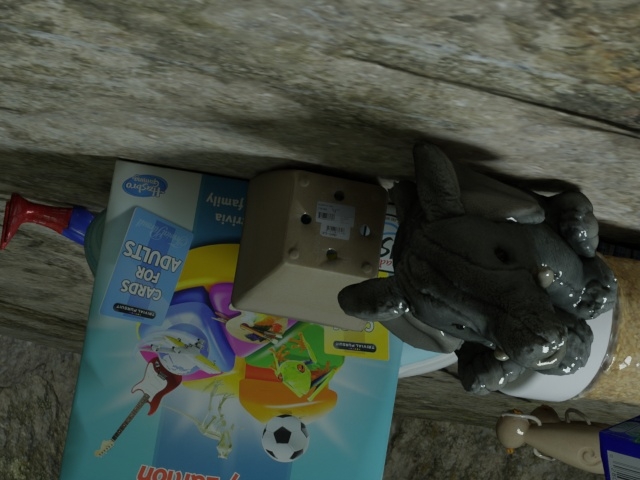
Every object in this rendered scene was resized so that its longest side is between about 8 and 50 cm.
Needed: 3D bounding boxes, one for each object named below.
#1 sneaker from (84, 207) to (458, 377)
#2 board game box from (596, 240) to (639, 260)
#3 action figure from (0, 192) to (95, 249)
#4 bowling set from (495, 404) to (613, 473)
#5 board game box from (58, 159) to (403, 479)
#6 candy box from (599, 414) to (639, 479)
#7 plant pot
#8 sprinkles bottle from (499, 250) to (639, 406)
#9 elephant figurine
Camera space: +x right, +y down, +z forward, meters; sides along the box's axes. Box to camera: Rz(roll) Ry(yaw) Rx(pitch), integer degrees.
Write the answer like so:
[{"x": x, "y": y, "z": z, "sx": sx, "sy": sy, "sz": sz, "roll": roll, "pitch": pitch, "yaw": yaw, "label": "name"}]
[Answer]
[{"x": -0.035, "y": 0.043, "z": 1.606, "sx": 0.365, "sy": 0.135, "sz": 0.150, "roll": 8, "pitch": 175, "yaw": 3, "label": "sneaker"}, {"x": 0.170, "y": 0.031, "z": 1.548, "sx": 0.194, "sy": 0.060, "sz": 0.194, "roll": 12, "pitch": 171, "yaw": -20, "label": "board game box"}, {"x": -0.175, "y": 0.046, "z": 1.797, "sx": 0.280, "sy": 0.139, "sz": 0.091, "roll": 9, "pitch": 173, "yaw": -13, "label": "action figure"}, {"x": 0.299, "y": 0.206, "z": 2.208, "sx": 0.154, "sy": 0.287, "sz": 0.200, "roll": 14, "pitch": -154, "yaw": 12, "label": "bowling set"}, {"x": -0.067, "y": 0.123, "z": 1.478, "sx": 0.253, "sy": 0.336, "sz": 0.079, "roll": 9, "pitch": 171, "yaw": 0, "label": "board game box"}, {"x": 0.456, "y": 0.197, "z": 1.627, "sx": 0.317, "sy": 0.122, "sz": 0.268, "roll": -15, "pitch": -166, "yaw": -33, "label": "candy box"}, {"x": 0.000, "y": 0.000, "z": 1.395, "sx": 0.109, "sy": 0.109, "sz": 0.096, "roll": 11, "pitch": 165, "yaw": -11, "label": "plant pot"}, {"x": 0.298, "y": 0.080, "z": 1.446, "sx": 0.355, "sy": 0.121, "sz": 0.121, "roll": 9, "pitch": 172, "yaw": -27, "label": "sprinkles bottle"}, {"x": 0.098, "y": 0.015, "z": 1.219, "sx": 0.186, "sy": 0.169, "sz": 0.239, "roll": -11, "pitch": 170, "yaw": 24, "label": "elephant figurine"}]
